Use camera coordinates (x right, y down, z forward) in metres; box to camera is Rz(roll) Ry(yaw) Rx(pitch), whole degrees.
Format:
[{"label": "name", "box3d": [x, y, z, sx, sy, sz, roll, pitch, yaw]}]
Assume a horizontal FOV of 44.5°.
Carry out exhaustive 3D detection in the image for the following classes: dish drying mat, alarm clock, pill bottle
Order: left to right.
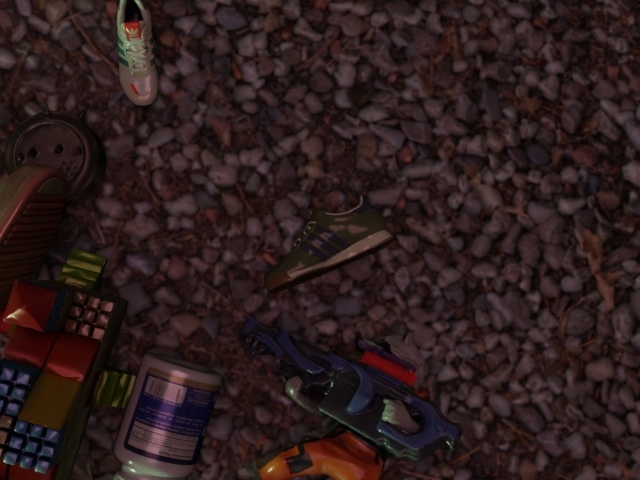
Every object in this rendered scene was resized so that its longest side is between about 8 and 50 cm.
[{"label": "dish drying mat", "box3d": [-0.412, 0.116, 1.088, 0.083, 0.008, 0.032, 9, 85, -2]}, {"label": "alarm clock", "box3d": [-0.366, -0.094, 1.086, 0.129, 0.064, 0.192, -8, 88, -4]}, {"label": "pill bottle", "box3d": [-0.209, 0.252, 1.035, 0.112, 0.112, 0.187, 18, 85, -1]}]

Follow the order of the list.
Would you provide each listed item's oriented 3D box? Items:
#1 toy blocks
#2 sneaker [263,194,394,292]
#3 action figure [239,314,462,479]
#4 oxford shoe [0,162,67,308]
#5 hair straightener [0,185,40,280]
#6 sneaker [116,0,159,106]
[{"label": "toy blocks", "box3d": [-0.342, 0.198, 0.953, 0.190, 0.261, 0.381, 17, 85, -5]}, {"label": "sneaker", "box3d": [0.000, 0.000, 1.098, 0.192, 0.064, 0.086, -23, 79, -5]}, {"label": "action figure", "box3d": [0.011, 0.249, 1.056, 0.341, 0.178, 0.330, 33, 76, 30]}, {"label": "oxford shoe", "box3d": [-0.479, 0.045, 1.003, 0.146, 0.140, 0.397, 38, 95, 9]}, {"label": "hair straightener", "box3d": [-0.458, -0.040, 1.072, 0.089, 0.047, 0.230, -40, 95, -5]}, {"label": "sneaker", "box3d": [-0.262, -0.271, 1.098, 0.057, 0.075, 0.161, -5, 85, -3]}]
